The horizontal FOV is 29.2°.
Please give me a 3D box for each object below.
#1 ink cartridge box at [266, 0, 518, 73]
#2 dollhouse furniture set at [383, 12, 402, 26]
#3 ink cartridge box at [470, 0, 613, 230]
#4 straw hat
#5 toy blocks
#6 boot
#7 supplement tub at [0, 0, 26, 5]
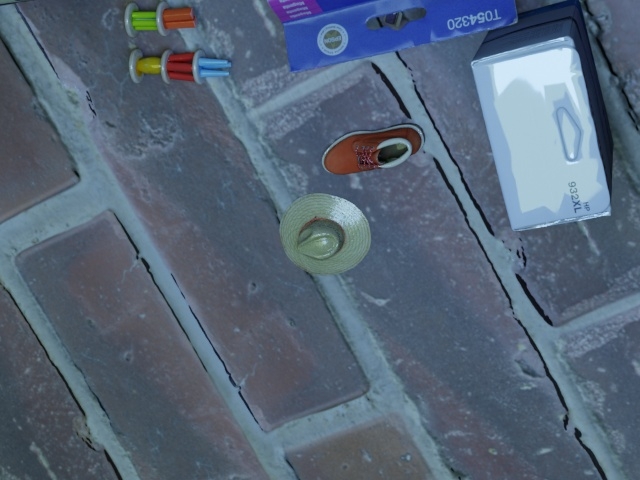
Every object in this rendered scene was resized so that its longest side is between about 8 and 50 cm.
[{"bbox_3d":[0.075,-0.417,1.623,0.324,0.071,0.330,-11,84,16],"label":"ink cartridge box"},{"bbox_3d":[0.064,-0.352,1.699,0.114,0.081,0.091,19,113,6],"label":"dollhouse furniture set"},{"bbox_3d":[0.294,-0.169,1.586,0.129,0.307,0.223,-12,106,17],"label":"ink cartridge box"},{"bbox_3d":[0.000,0.000,1.854,0.144,0.061,0.144,4,111,12],"label":"straw hat"},{"bbox_3d":[-0.207,-0.290,1.803,0.148,0.054,0.123,2,110,13],"label":"toy blocks"},{"bbox_3d":[0.069,-0.127,1.780,0.158,0.084,0.059,-16,106,20],"label":"boot"},{"bbox_3d":[-0.497,-0.441,1.721,0.325,0.235,0.235,-6,108,16],"label":"supplement tub"}]
